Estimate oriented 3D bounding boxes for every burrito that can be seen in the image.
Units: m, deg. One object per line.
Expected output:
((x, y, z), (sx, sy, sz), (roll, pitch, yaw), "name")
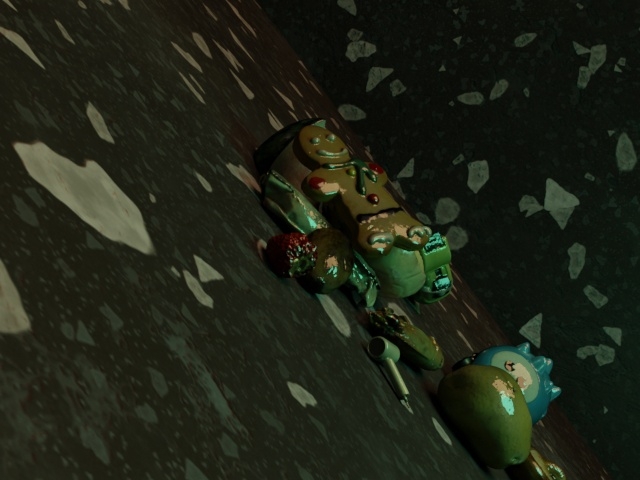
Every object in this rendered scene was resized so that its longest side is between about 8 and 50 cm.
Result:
((0.001, -0.002, 1.722), (0.309, 0.066, 0.096), (48, 6, -22), "burrito")

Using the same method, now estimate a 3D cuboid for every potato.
((0.302, 0.316, 1.780), (0.157, 0.157, 0.194), (27, 40, -67), "potato")

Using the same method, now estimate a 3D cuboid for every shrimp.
((0.145, 0.165, 1.797), (0.145, 0.061, 0.267), (48, 10, 32), "shrimp")

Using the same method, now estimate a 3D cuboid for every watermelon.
((-0.074, -0.135, 1.925), (0.207, 0.136, 0.202), (170, -81, -72), "watermelon")

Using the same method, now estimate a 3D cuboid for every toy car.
((0.404, 0.305, 2.086), (0.188, 0.190, 0.255), (57, 13, 23), "toy car")

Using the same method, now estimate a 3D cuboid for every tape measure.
((0.235, 0.063, 2.303), (0.200, 0.106, 0.175), (9, -62, 67), "tape measure")

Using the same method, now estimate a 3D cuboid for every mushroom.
((0.420, 0.448, 1.942), (0.127, 0.087, 0.127), (54, 8, -11), "mushroom")

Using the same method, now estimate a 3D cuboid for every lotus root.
((0.011, 0.031, 1.593), (0.089, 0.080, 0.179), (49, 19, -13), "lotus root")

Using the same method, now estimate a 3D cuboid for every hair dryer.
((0.120, 0.215, 1.594), (0.063, 0.038, 0.124), (35, 25, -59), "hair dryer")

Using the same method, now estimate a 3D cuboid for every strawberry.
((-0.048, 0.016, 1.455), (0.083, 0.073, 0.073), (43, 2, 39), "strawberry")

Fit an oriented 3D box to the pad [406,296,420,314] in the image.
((0.193, 0.086, 2.419), (0.159, 0.009, 0.265), (51, 10, -7), "pad")

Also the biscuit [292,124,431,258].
((0.058, -0.094, 1.744), (0.197, 0.049, 0.301), (-11, 56, -46), "biscuit")

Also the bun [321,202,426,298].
((0.092, -0.007, 1.922), (0.287, 0.146, 0.287), (62, 3, -5), "bun")
